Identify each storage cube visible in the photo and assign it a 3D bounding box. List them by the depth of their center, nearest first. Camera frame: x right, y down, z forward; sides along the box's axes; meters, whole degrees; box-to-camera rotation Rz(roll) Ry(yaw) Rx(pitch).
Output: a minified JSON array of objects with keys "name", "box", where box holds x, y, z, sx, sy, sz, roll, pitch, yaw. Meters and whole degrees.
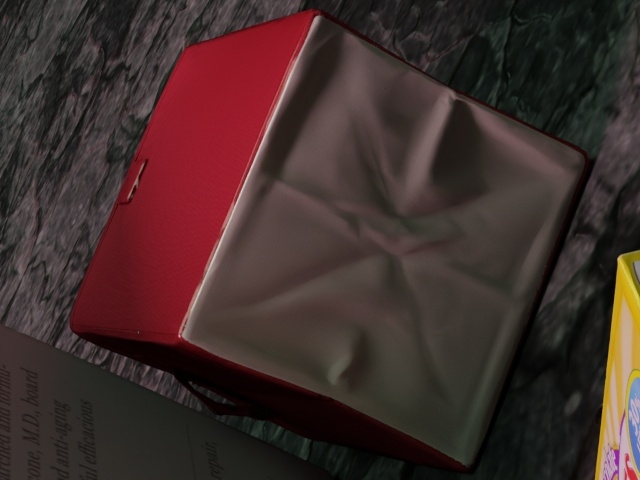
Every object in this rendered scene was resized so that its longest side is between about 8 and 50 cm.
[{"name":"storage cube","box":[0.000,0.000,1.023,0.193,0.184,0.215,0,66,67]}]

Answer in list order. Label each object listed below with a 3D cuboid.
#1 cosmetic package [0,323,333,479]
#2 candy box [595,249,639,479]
[{"name":"cosmetic package","box":[-0.214,0.252,0.940,0.329,0.394,0.327,-57,22,19]},{"name":"candy box","box":[0.123,0.102,0.638,0.206,0.027,0.105,84,173,-52]}]
